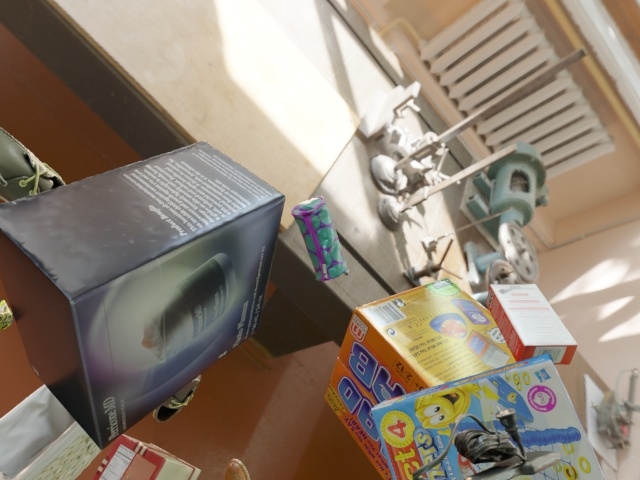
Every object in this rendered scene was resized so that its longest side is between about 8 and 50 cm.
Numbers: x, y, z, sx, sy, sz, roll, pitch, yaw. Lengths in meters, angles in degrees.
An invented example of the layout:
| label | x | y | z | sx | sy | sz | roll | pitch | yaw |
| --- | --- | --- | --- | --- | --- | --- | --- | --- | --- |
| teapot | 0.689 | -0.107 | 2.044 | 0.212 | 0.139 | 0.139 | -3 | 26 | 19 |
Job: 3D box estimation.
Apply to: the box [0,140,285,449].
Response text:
| label | x | y | z | sx | sy | sz | roll | pitch | yaw |
| --- | --- | --- | --- | --- | --- | --- | --- | --- | --- |
| box | -0.225 | 0.064 | 0.611 | 0.183 | 0.296 | 0.294 | 35 | 43 | 23 |

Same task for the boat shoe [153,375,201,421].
| label | x | y | z | sx | sy | sz | roll | pitch | yaw |
| --- | --- | --- | --- | --- | --- | --- | --- | --- | --- |
| boat shoe | -0.474 | 0.508 | 1.477 | 0.117 | 0.324 | 0.096 | 9 | 53 | -38 |

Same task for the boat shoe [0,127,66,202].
| label | x | y | z | sx | sy | sz | roll | pitch | yaw |
| --- | --- | --- | --- | --- | --- | --- | --- | --- | --- |
| boat shoe | -0.528 | -0.099 | 0.822 | 0.305 | 0.091 | 0.109 | 80 | 18 | -52 |

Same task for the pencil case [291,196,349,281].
| label | x | y | z | sx | sy | sz | roll | pitch | yaw |
| --- | --- | --- | --- | --- | --- | --- | --- | --- | --- |
| pencil case | 0.000 | 0.000 | 0.799 | 0.070 | 0.065 | 0.151 | -72 | 146 | -59 |

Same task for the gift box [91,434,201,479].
| label | x | y | z | sx | sy | sz | roll | pitch | yaw |
| --- | --- | --- | --- | --- | --- | --- | --- | --- | --- |
| gift box | -0.593 | 0.823 | 1.478 | 0.276 | 0.255 | 0.258 | -59 | 148 | -24 |

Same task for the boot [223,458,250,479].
| label | x | y | z | sx | sy | sz | roll | pitch | yaw |
| --- | --- | --- | --- | --- | --- | --- | --- | --- | --- |
| boot | -0.341 | 0.877 | 1.449 | 0.220 | 0.109 | 0.283 | 5 | 98 | -55 |

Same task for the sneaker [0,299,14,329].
| label | x | y | z | sx | sy | sz | roll | pitch | yaw |
| --- | --- | --- | --- | --- | --- | --- | --- | --- | --- |
| sneaker | -0.465 | 0.116 | 0.650 | 0.035 | 0.031 | 0.083 | 55 | -1 | -26 |

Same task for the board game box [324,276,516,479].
| label | x | y | z | sx | sy | sz | roll | pitch | yaw |
| --- | --- | --- | --- | --- | --- | --- | --- | --- | --- |
| board game box | 0.284 | 0.372 | 1.169 | 0.357 | 0.356 | 0.356 | -12 | 41 | -35 |

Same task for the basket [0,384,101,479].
| label | x | y | z | sx | sy | sz | roll | pitch | yaw |
| --- | --- | --- | --- | --- | --- | --- | --- | --- | --- |
| basket | -0.412 | 0.308 | 0.676 | 0.167 | 0.113 | 0.103 | -48 | 145 | -49 |

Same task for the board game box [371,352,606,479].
| label | x | y | z | sx | sy | sz | roll | pitch | yaw |
| --- | --- | --- | --- | --- | --- | --- | --- | --- | --- |
| board game box | 0.275 | 0.374 | 0.710 | 0.086 | 0.302 | 0.308 | 16 | 52 | -63 |

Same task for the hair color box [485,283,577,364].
| label | x | y | z | sx | sy | sz | roll | pitch | yaw |
| --- | --- | --- | --- | --- | --- | --- | --- | --- | --- |
| hair color box | 0.380 | 0.150 | 0.825 | 0.093 | 0.053 | 0.167 | 0 | 33 | -1 |

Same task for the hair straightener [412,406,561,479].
| label | x | y | z | sx | sy | sz | roll | pitch | yaw |
| --- | --- | --- | --- | --- | --- | --- | --- | --- | --- |
| hair straightener | 0.159 | 0.199 | 0.410 | 0.230 | 0.047 | 0.089 | 21 | 55 | -36 |
